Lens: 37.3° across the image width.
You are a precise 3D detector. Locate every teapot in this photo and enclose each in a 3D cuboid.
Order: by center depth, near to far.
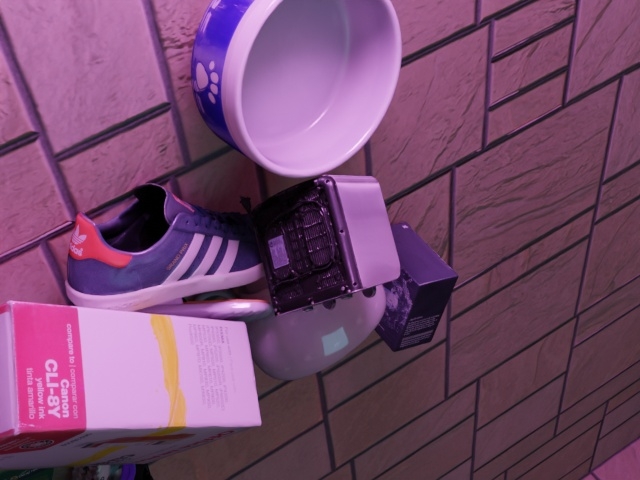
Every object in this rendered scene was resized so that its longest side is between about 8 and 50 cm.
[{"bbox_3d":[-0.039,0.081,1.468,0.256,0.252,0.187,-44,109,-31],"label":"teapot"}]

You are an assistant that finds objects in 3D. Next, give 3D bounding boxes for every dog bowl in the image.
[{"bbox_3d":[-0.027,-0.219,1.193,0.265,0.104,0.265,-23,128,-33],"label":"dog bowl"}]

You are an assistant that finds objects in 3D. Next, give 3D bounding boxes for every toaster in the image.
[{"bbox_3d":[0.000,0.000,1.286,0.168,0.186,0.110,-21,170,41],"label":"toaster"}]

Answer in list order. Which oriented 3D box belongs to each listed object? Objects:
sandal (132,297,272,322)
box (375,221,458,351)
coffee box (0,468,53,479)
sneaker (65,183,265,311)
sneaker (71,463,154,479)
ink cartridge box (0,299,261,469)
[{"bbox_3d":[-0.202,0.082,1.373,0.265,0.076,0.102,-2,162,-1],"label":"sandal"},{"bbox_3d":[0.138,0.079,1.649,0.093,0.156,0.158,-11,133,-34],"label":"box"},{"bbox_3d":[-0.456,0.312,1.432,0.113,0.040,0.184,-10,133,-36],"label":"coffee box"},{"bbox_3d":[-0.179,-0.013,1.295,0.350,0.131,0.148,-19,124,-39],"label":"sneaker"},{"bbox_3d":[-0.350,0.439,1.606,0.146,0.102,0.293,-6,130,-40],"label":"sneaker"},{"bbox_3d":[-0.310,0.204,1.260,0.279,0.160,0.384,-25,157,37],"label":"ink cartridge box"}]
